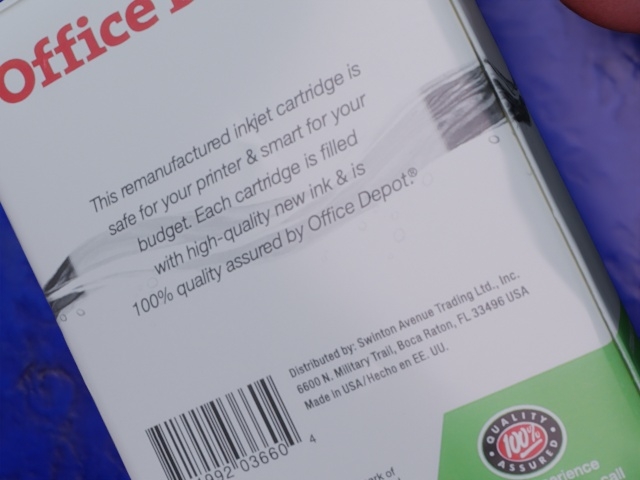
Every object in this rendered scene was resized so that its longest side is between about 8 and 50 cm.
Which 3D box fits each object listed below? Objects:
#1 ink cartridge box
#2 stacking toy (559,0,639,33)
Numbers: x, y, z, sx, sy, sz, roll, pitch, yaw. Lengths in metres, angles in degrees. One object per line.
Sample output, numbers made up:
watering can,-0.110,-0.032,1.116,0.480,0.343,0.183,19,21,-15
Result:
ink cartridge box,0.000,0.000,0.481,0.211,0.121,0.289,-25,89,17
stacking toy,0.208,-0.165,0.300,0.130,0.279,0.309,44,100,20
